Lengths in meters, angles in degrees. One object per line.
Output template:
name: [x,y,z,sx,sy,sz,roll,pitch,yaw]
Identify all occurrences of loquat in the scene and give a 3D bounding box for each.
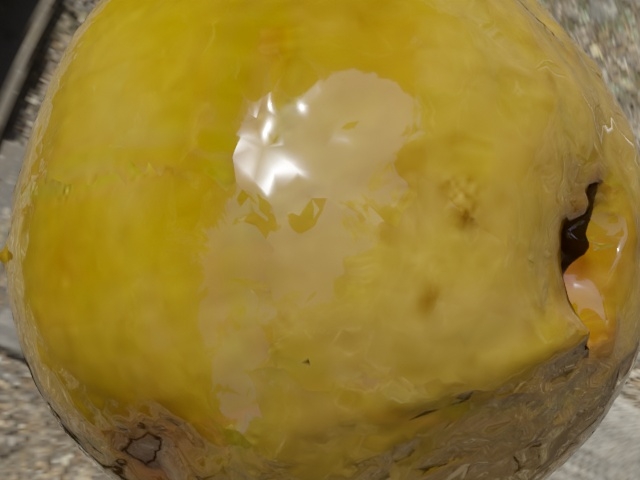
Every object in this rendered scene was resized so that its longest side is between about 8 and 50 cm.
loquat: [0.000,0.000,0.525,0.208,0.208,0.208,-1,84,13]
